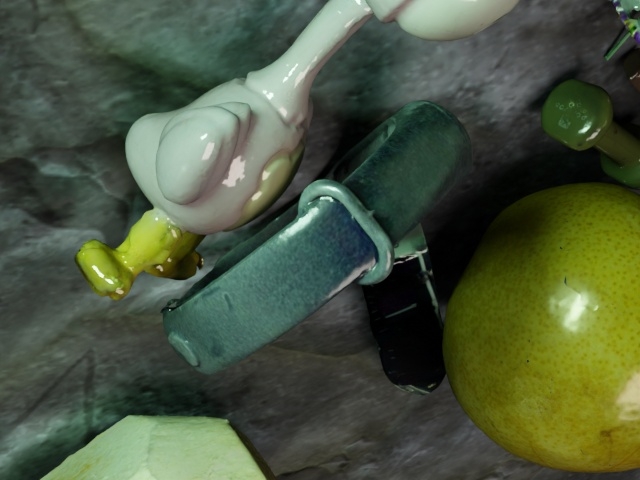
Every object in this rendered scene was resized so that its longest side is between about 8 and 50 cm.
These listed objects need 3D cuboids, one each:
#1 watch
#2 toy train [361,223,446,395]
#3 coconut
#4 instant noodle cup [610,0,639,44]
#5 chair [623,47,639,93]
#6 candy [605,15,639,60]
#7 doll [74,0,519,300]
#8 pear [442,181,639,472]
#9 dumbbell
[{"bbox_3d":[0.000,0.000,1.173,0.193,0.068,0.206,-42,-176,-24],"label":"watch"},{"bbox_3d":[0.058,0.050,1.395,0.055,0.048,0.252,-18,153,-2],"label":"toy train"},{"bbox_3d":[-0.115,0.245,1.376,0.237,0.197,0.237,-27,151,-16],"label":"coconut"},{"bbox_3d":[0.337,-0.226,1.023,0.340,0.340,0.266,-12,131,-27],"label":"instant noodle cup"},{"bbox_3d":[0.369,-0.056,1.386,0.183,0.175,0.326,-31,145,15],"label":"chair"},{"bbox_3d":[0.215,-0.146,1.279,0.025,0.023,0.083,25,132,-13],"label":"candy"},{"bbox_3d":[0.006,-0.103,1.082,0.365,0.094,0.160,-38,174,20],"label":"doll"},{"bbox_3d":[0.196,0.066,1.366,0.209,0.209,0.209,-22,147,-15],"label":"pear"},{"bbox_3d":[0.199,-0.073,1.334,0.118,0.052,0.046,26,91,-54],"label":"dumbbell"}]
